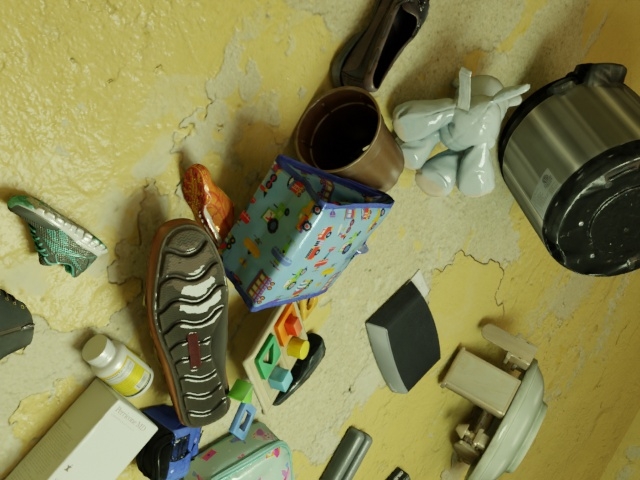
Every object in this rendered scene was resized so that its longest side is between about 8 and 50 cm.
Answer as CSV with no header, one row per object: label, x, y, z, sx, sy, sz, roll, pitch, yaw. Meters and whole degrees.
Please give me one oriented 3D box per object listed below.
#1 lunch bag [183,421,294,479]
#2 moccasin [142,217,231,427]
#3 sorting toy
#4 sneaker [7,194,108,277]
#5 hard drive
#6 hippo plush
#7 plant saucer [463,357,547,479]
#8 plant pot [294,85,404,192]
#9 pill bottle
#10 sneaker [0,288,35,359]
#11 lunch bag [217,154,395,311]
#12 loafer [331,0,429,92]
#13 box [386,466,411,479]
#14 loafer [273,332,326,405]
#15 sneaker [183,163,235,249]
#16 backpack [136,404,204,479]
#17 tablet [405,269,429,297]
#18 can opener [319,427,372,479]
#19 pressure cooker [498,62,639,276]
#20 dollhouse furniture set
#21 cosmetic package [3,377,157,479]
lunch bag,-0.160,0.521,1.479,0.224,0.108,0.279,-23,124,-36
moccasin,-0.218,0.129,1.233,0.139,0.147,0.380,-21,127,-20
sorting toy,-0.068,0.204,1.375,0.196,0.047,0.347,81,32,-48
sneaker,-0.380,-0.001,1.058,0.076,0.065,0.166,-53,135,-6
hard drive,0.203,0.236,1.743,0.172,0.054,0.254,-40,132,-23
hippo plush,0.278,-0.255,1.524,0.236,0.234,0.294,-61,165,-52
plant saucer,0.524,0.515,2.034,0.400,0.101,0.400,-54,163,-25
plant pot,0.064,-0.164,1.356,0.167,0.167,0.165,-60,145,-5
pill bottle,-0.326,0.200,1.198,0.065,0.065,0.116,-50,135,-16
sneaker,-0.466,0.066,1.005,0.118,0.083,0.222,-33,124,-54
lunch bag,0.000,0.000,1.288,0.293,0.138,0.221,8,124,-52
loafer,0.141,-0.384,1.364,0.302,0.095,0.109,-55,137,-10
box,0.175,0.714,1.947,0.184,0.045,0.190,-37,131,-24
loafer,-0.044,0.270,1.515,0.170,0.062,0.061,-48,140,-16
sneaker,-0.178,-0.063,1.232,0.067,0.064,0.175,-42,144,-27
backpack,-0.263,0.363,1.313,0.101,0.098,0.120,0,108,-48
tablet,0.228,0.111,1.747,0.054,0.006,0.083,-47,134,-18
can opener,0.041,0.571,1.723,0.074,0.093,0.280,37,76,-46
pressure cooker,0.612,-0.177,1.705,0.370,0.420,0.375,-37,129,16
dollhouse furniture set,0.423,0.420,2.057,0.303,0.174,0.355,-55,164,-21
cosmetic package,-0.386,0.350,1.196,0.231,0.085,0.117,-50,136,-14
